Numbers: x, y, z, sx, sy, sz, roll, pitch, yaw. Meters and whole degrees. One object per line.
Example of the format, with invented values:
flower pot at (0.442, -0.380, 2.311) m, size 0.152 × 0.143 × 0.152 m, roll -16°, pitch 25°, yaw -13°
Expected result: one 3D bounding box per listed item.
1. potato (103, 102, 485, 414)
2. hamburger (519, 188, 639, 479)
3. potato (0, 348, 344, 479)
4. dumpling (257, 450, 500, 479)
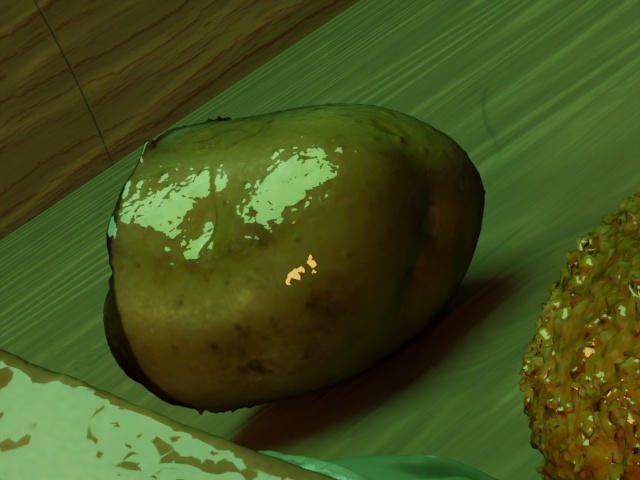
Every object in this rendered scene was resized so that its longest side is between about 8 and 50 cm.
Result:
potato at (0.000, 0.000, 1.312) m, size 0.242 × 0.243 × 0.285 m, roll -19°, pitch -2°, yaw 39°
hamburger at (0.222, 0.031, 0.772) m, size 0.294 × 0.179 × 0.276 m, roll -34°, pitch 15°, yaw -18°
potato at (0.002, 0.159, 0.663) m, size 0.255 × 0.269 × 0.112 m, roll -4°, pitch 46°, yaw 42°
dumpling at (0.027, 0.155, 0.844) m, size 0.152 × 0.108 × 0.219 m, roll 5°, pitch -15°, yaw -23°
